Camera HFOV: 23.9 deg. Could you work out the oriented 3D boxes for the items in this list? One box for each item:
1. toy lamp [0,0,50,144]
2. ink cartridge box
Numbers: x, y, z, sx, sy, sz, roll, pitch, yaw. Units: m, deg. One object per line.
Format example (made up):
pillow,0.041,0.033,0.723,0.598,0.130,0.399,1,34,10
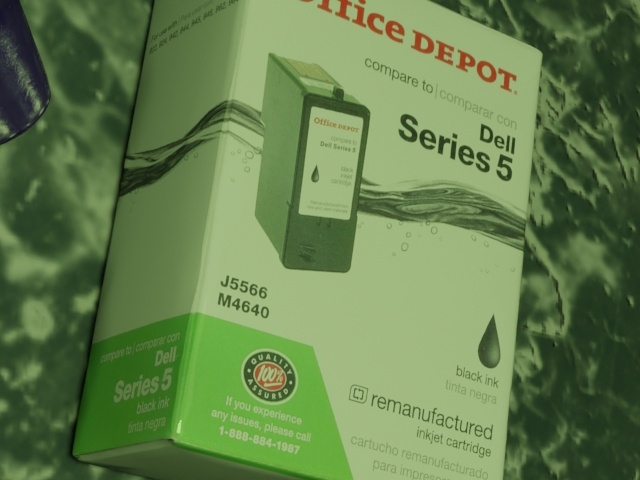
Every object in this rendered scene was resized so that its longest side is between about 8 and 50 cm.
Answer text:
toy lamp,-0.213,-0.157,0.684,0.080,0.080,0.275,-54,131,-31
ink cartridge box,0.000,0.000,0.807,0.198,0.115,0.273,19,69,-30
